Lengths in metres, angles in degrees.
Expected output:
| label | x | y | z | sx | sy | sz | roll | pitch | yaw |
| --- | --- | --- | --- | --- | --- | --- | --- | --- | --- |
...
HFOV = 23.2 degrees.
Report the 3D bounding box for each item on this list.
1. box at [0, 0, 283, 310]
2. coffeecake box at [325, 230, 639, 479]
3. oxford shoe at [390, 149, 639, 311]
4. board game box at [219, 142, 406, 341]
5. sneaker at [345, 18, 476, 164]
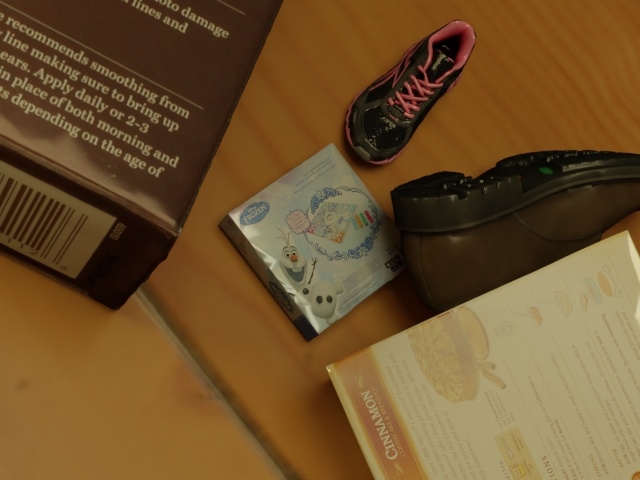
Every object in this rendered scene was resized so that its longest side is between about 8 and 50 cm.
| label | x | y | z | sx | sy | sz | roll | pitch | yaw |
| --- | --- | --- | --- | --- | --- | --- | --- | --- | --- |
| box | -0.115 | -0.175 | 0.897 | 0.191 | 0.143 | 0.381 | 28 | 63 | -11 |
| coffeecake box | 0.116 | 0.099 | 0.879 | 0.185 | 0.068 | 0.142 | -24 | 80 | 1 |
| oxford shoe | 0.139 | -0.006 | 0.985 | 0.227 | 0.083 | 0.096 | -15 | 103 | -33 |
| board game box | 0.000 | 0.000 | 0.942 | 0.090 | 0.020 | 0.090 | -35 | 88 | -31 |
| sneaker | 0.060 | -0.098 | 0.988 | 0.047 | 0.057 | 0.119 | 41 | 60 | -6 |
